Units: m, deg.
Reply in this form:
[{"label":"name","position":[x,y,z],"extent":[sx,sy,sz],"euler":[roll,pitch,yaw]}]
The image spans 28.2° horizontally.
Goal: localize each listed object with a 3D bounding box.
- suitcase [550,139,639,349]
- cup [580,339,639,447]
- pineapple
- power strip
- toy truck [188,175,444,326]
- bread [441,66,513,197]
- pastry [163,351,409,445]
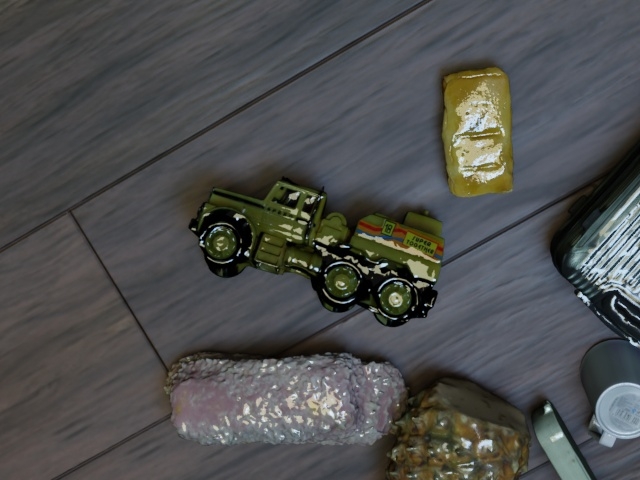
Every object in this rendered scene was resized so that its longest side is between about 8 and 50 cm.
[{"label":"suitcase","position":[0.392,-0.031,1.274],"extent":[0.202,0.128,0.312],"euler":[39,99,-5]},{"label":"cup","position":[0.305,0.168,1.325],"extent":[0.074,0.116,0.104],"euler":[22,107,0]},{"label":"pineapple","position":[0.104,0.303,1.338],"extent":[0.141,0.170,0.310],"euler":[29,106,25]},{"label":"power strip","position":[0.286,0.272,1.357],"extent":[0.029,0.080,0.227],"euler":[-30,97,10]},{"label":"toy truck","position":[-0.003,0.004,1.306],"extent":[0.257,0.127,0.127],"euler":[14,86,1]},{"label":"bread","position":[0.161,-0.111,1.308],"extent":[0.074,0.053,0.132],"euler":[-1,98,3]},{"label":"pastry","position":[-0.038,0.168,1.339],"extent":[0.265,0.112,0.103],"euler":[-2,89,2]}]
